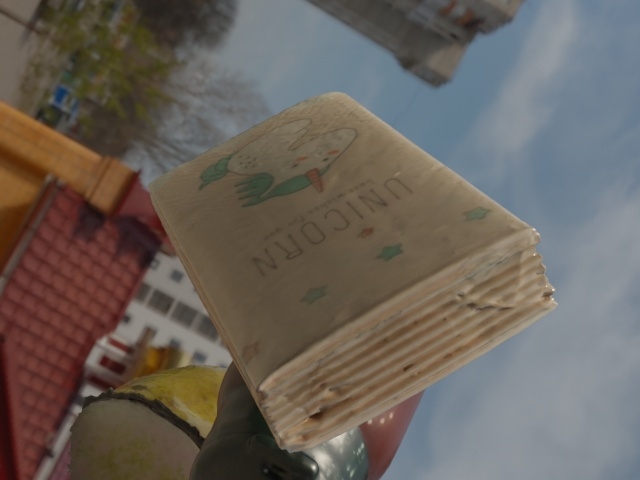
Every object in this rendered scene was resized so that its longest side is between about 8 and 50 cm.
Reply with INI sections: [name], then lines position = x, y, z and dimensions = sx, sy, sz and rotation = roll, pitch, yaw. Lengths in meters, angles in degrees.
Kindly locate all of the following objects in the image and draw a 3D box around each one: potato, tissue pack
[potato]
position = -0.157, 0.239, 1.393
dimensions = 0.229, 0.229, 0.266
rotation = -56, 171, 19
[tissue pack]
position = 0.000, 0.000, 0.757
dimensions = 0.170, 0.071, 0.325
rotation = -28, -154, -7

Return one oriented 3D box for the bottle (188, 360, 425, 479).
[bottle]
position = 0.009, 0.092, 0.899
dimensions = 0.144, 0.144, 0.336
rotation = -51, -178, 37
